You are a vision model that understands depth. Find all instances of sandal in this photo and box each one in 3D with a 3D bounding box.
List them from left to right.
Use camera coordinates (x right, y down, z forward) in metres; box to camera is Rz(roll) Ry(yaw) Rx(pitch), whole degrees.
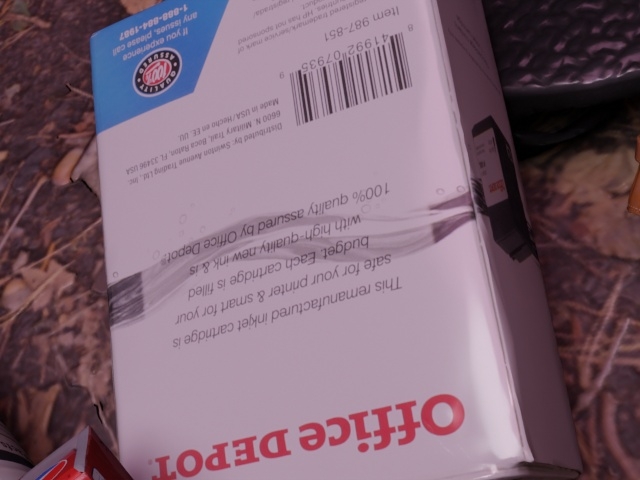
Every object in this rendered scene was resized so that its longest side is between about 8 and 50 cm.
[{"bbox_3d":[0.092,-0.118,0.709,0.445,0.107,0.168,-15,56,25],"label":"sandal"}]

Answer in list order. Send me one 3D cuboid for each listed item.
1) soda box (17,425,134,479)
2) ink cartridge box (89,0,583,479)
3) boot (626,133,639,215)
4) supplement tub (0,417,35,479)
[{"bbox_3d":[-0.060,0.218,0.454,0.092,0.083,0.263,-39,99,-8],"label":"soda box"},{"bbox_3d":[0.000,0.000,0.573,0.223,0.129,0.308,-17,69,23],"label":"ink cartridge box"},{"bbox_3d":[0.274,-0.066,0.550,0.197,0.073,0.153,13,102,8],"label":"boot"},{"bbox_3d":[-0.268,0.164,0.586,0.191,0.191,0.272,-43,56,-10],"label":"supplement tub"}]
